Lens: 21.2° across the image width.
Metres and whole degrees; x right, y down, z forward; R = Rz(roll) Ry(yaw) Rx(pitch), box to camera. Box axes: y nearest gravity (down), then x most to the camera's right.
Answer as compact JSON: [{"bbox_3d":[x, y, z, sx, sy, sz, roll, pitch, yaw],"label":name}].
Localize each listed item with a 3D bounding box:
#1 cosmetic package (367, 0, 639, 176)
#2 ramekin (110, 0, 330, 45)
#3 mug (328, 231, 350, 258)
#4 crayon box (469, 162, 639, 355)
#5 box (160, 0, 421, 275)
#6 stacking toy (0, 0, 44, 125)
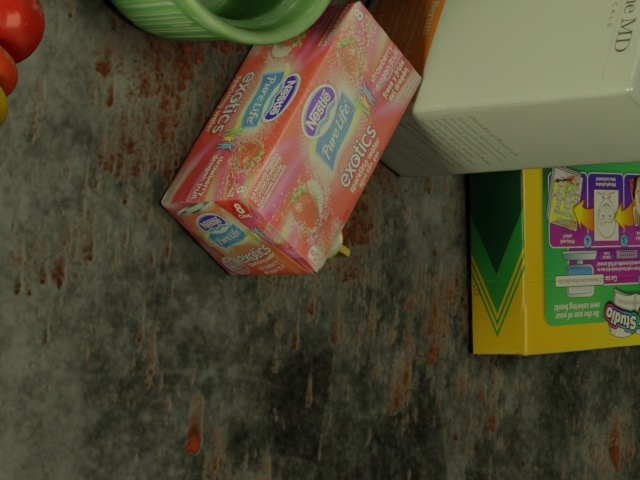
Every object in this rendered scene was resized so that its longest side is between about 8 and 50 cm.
[{"bbox_3d":[0.248,-0.217,2.046,0.161,0.453,0.230,35,64,-39],"label":"cosmetic package"},{"bbox_3d":[-0.122,-0.361,1.888,0.303,0.148,0.303,1,88,-47],"label":"ramekin"},{"bbox_3d":[-0.002,-0.003,2.063,0.078,0.064,0.062,-15,99,-45],"label":"mug"},{"bbox_3d":[0.358,-0.003,2.400,0.363,0.106,0.313,0,90,-45],"label":"crayon box"},{"bbox_3d":[-0.029,-0.117,1.977,0.142,0.154,0.300,48,58,-34],"label":"box"},{"bbox_3d":[-0.365,-0.121,1.671,0.141,0.141,0.330,45,52,-35],"label":"stacking toy"}]
